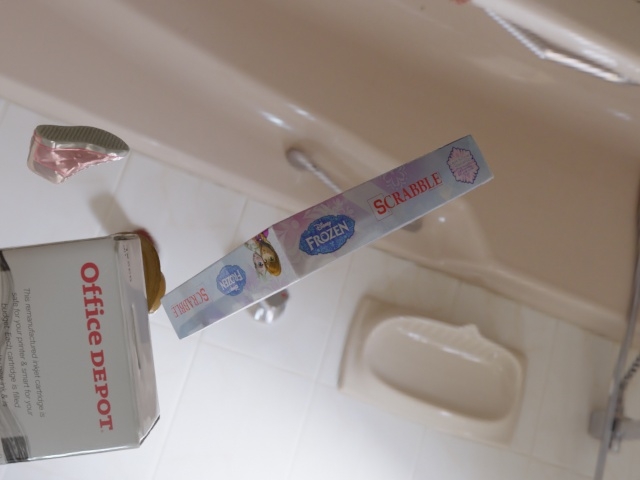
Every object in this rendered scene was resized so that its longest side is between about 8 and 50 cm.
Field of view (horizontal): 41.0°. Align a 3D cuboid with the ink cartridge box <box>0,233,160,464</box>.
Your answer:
[{"bbox_3d":[-0.344,0.119,0.928,0.307,0.223,0.129,-7,-178,0],"label":"ink cartridge box"}]

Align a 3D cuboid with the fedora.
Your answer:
[{"bbox_3d":[-0.316,0.080,1.403,0.194,0.194,0.079,4,167,36],"label":"fedora"}]

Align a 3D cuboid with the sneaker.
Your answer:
[{"bbox_3d":[-0.316,-0.108,1.103,0.134,0.070,0.051,0,-140,-47],"label":"sneaker"}]

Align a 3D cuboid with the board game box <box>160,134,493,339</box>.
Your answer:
[{"bbox_3d":[0.000,0.000,1.056,0.318,0.318,0.066,-30,87,54],"label":"board game box"}]
